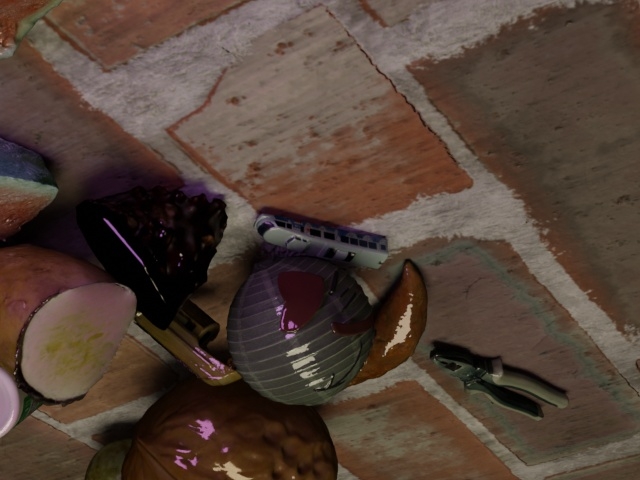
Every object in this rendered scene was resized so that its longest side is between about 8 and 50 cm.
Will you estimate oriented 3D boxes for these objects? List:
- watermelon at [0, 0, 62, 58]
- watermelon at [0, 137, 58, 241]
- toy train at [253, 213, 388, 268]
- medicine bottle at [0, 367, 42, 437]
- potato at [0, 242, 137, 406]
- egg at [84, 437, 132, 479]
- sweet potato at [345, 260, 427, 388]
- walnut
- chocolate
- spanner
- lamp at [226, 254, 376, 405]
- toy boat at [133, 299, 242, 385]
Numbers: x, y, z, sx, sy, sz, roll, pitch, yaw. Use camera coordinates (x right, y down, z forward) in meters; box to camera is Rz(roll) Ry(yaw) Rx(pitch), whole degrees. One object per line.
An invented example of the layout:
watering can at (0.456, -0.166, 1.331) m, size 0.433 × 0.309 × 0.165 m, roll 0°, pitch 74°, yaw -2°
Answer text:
watermelon at (-0.401, -0.281, 1.195) m, size 0.305 × 0.180 × 0.224 m, roll -33°, pitch 121°, yaw 32°
watermelon at (-0.477, -0.054, 1.579) m, size 0.154 × 0.094 × 0.241 m, roll 12°, pitch 143°, yaw -31°
toy train at (0.000, 0.000, 1.674) m, size 0.207 × 0.047 × 0.043 m, roll 13°, pitch 141°, yaw -19°
medicine bottle at (-0.491, 0.218, 1.770) m, size 0.133 × 0.274 × 0.133 m, roll 1°, pitch 99°, yaw 7°
potato at (-0.427, 0.094, 1.639) m, size 0.266 × 0.229 × 0.229 m, roll 32°, pitch 158°, yaw 34°
egg at (-0.339, 0.508, 2.169) m, size 0.238 × 0.238 × 0.289 m, roll -23°, pitch 127°, yaw 26°
sweet potato at (0.096, 0.174, 1.856) m, size 0.106 × 0.095 × 0.354 m, roll 44°, pitch 133°, yaw 9°
walnut at (-0.160, 0.405, 1.979) m, size 0.398 × 0.308 × 0.354 m, roll 32°, pitch 92°, yaw -34°
chocolate at (-0.222, -0.012, 1.610) m, size 0.177 × 0.206 × 0.224 m, roll -37°, pitch 168°, yaw -22°
spanner at (0.315, 0.256, 2.014) m, size 0.325 × 0.040 × 0.095 m, roll 27°, pitch 134°, yaw -33°
lamp at (-0.033, 0.129, 1.686) m, size 0.233 × 0.265 × 0.233 m, roll -1°, pitch 101°, yaw -3°
toy boat at (-0.210, 0.146, 1.765) m, size 0.226 × 0.088 × 0.068 m, roll 36°, pitch 169°, yaw 23°
